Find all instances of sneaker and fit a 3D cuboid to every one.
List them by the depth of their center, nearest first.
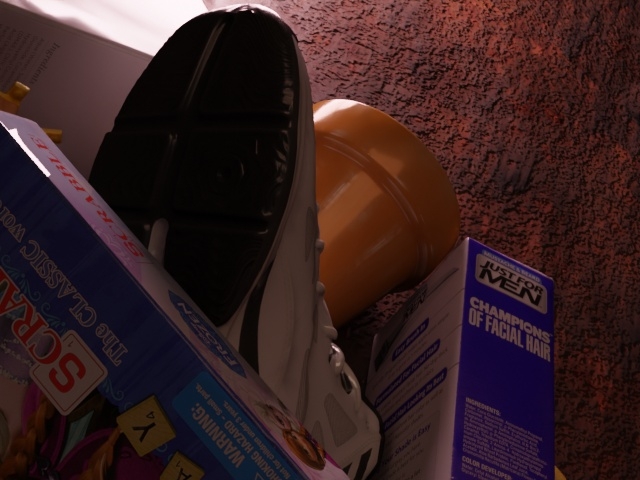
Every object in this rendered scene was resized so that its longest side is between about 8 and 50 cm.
[{"bbox_3d":[-0.053,0.057,0.799,0.257,0.169,0.447,18,78,-61],"label":"sneaker"}]

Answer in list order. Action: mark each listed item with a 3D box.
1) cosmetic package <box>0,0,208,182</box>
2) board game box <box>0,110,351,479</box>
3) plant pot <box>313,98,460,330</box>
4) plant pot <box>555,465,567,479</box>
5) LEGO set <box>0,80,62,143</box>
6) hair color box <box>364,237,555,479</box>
[{"bbox_3d":[-0.257,-0.180,0.873,0.385,0.156,0.217,17,34,-46],"label":"cosmetic package"},{"bbox_3d":[-0.202,0.140,0.621,0.318,0.318,0.066,46,8,12],"label":"board game box"},{"bbox_3d":[0.000,0.000,0.961,0.205,0.205,0.188,41,59,4],"label":"plant pot"},{"bbox_3d":[0.189,0.242,0.947,0.081,0.081,0.083,35,33,-2],"label":"plant pot"},{"bbox_3d":[-0.262,-0.045,0.710,0.132,0.287,0.107,-10,51,7],"label":"LEGO set"},{"bbox_3d":[0.111,0.184,0.866,0.110,0.185,0.338,24,45,-13],"label":"hair color box"}]
